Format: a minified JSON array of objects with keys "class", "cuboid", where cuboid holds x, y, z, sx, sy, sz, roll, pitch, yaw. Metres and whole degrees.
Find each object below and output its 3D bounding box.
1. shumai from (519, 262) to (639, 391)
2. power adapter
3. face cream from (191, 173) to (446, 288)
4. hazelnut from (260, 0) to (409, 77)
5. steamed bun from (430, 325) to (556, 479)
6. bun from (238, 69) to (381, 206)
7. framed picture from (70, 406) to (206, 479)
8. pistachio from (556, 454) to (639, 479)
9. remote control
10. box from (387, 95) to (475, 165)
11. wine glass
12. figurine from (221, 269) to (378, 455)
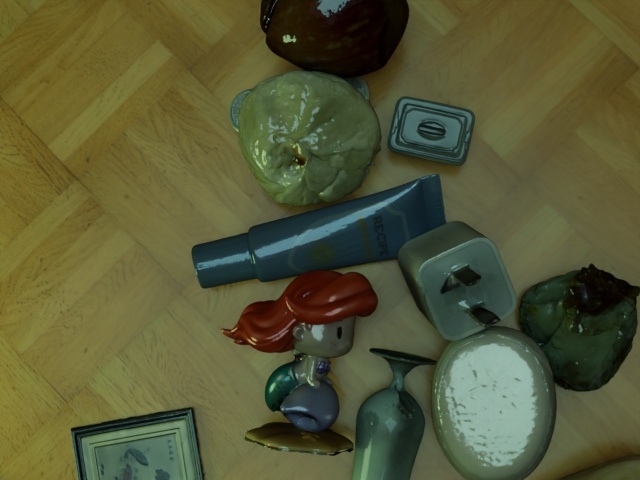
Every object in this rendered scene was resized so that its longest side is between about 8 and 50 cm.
[{"class":"shumai","cuboid":[0.386,0.128,1.356,0.184,0.142,0.184,-1,82,5]},{"class":"power adapter","cuboid":[0.200,0.063,1.327,0.125,0.205,0.130,-24,105,-2]},{"class":"face cream","cuboid":[0.000,0.000,1.421,0.385,0.086,0.135,-12,119,2]},{"class":"hazelnut","cuboid":[0.020,-0.334,1.389,0.218,0.234,0.218,6,113,14]},{"class":"steamed bun","cuboid":[0.249,0.237,1.360,0.177,0.131,0.228,-4,87,9]},{"class":"bun","cuboid":[-0.020,-0.142,1.373,0.220,0.134,0.220,6,127,8]},{"class":"framed picture","cuboid":[-0.274,0.367,1.445,0.199,0.010,0.195,-10,84,3]},{"class":"pistachio","cuboid":[0.420,0.378,1.333,0.229,0.157,0.157,-14,84,8]},{"class":"remote control","cuboid":[-0.033,-0.209,1.466,0.221,0.042,0.078,-10,85,4]},{"class":"box","cuboid":[0.168,-0.163,1.437,0.122,0.062,0.089,13,86,4]},{"class":"wine glass","cuboid":[0.101,0.281,1.382,0.103,0.103,0.231,9,88,5]},{"class":"figurine","cuboid":[-0.030,0.165,1.363,0.181,0.208,0.257,10,86,-31]}]
